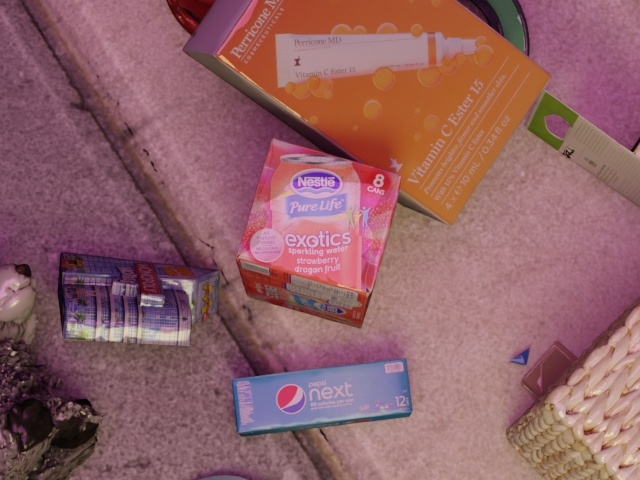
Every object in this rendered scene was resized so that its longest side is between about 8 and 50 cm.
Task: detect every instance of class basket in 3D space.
[{"bbox_3d":[0.414,0.192,1.773,0.328,0.331,0.266,-44,82,-11],"label":"basket"}]

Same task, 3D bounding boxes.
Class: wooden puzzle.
[{"bbox_3d":[0.291,0.171,1.944,0.078,0.014,0.116,-40,83,-11],"label":"wooden puzzle"}]

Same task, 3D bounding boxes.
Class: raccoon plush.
[{"bbox_3d":[-0.473,0.214,1.851,0.446,0.216,0.299,-43,75,-7],"label":"raccoon plush"}]

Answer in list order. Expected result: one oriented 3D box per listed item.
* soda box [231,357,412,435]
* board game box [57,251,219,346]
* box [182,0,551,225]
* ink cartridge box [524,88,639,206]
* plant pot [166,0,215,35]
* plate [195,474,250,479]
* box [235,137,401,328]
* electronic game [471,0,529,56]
[{"bbox_3d":[0.002,0.189,1.911,0.210,0.071,0.067,-6,79,-1],"label":"soda box"},{"bbox_3d":[-0.210,0.069,1.892,0.194,0.194,0.060,3,103,-12],"label":"board game box"},{"bbox_3d":[0.052,-0.205,1.833,0.345,0.168,0.215,34,88,-19],"label":"box"},{"bbox_3d":[0.384,-0.120,1.907,0.255,0.189,0.097,35,82,6],"label":"ink cartridge box"},{"bbox_3d":[-0.104,-0.348,1.961,0.191,0.174,0.191,0,78,-2],"label":"plant pot"},{"bbox_3d":[-0.125,0.366,1.872,0.188,0.024,0.188,-6,71,17],"label":"plate"},{"bbox_3d":[0.000,0.000,1.829,0.154,0.300,0.142,16,80,4],"label":"box"},{"bbox_3d":[0.146,-0.240,1.975,0.229,0.048,0.229,-1,96,-7],"label":"electronic game"}]
